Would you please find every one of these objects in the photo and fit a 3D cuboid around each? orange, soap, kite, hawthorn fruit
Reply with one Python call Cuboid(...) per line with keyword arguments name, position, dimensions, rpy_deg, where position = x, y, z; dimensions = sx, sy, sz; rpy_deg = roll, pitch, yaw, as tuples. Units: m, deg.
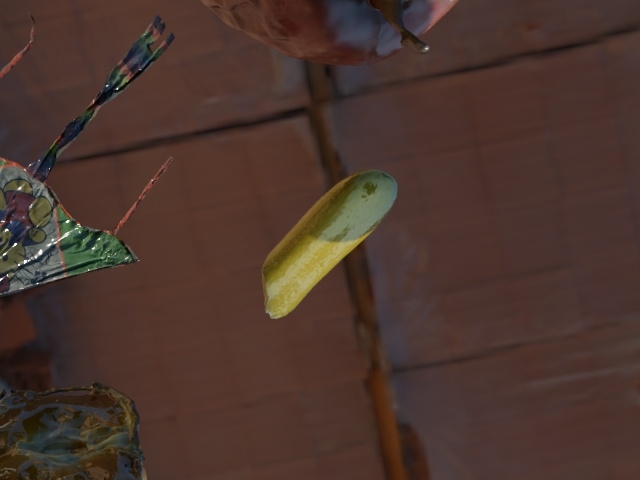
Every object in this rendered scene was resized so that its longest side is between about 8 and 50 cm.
Cuboid(name="orange", position=(-0.202, 0.185, 1.236), dimensions=(0.170, 0.160, 0.112), rpy_deg=(-39, 144, -35))
Cuboid(name="soap", position=(0.000, 0.000, 1.411), dimensions=(0.089, 0.168, 0.033), rpy_deg=(25, 25, -54))
Cuboid(name="kite", position=(-0.173, -0.058, 1.043), dimensions=(0.198, 0.006, 0.244), rpy_deg=(46, 65, -32))
Cuboid(name="hawthorn fruit", position=(0.023, -0.226, 1.207), dimensions=(0.271, 0.242, 0.242), rpy_deg=(55, -12, 35))
